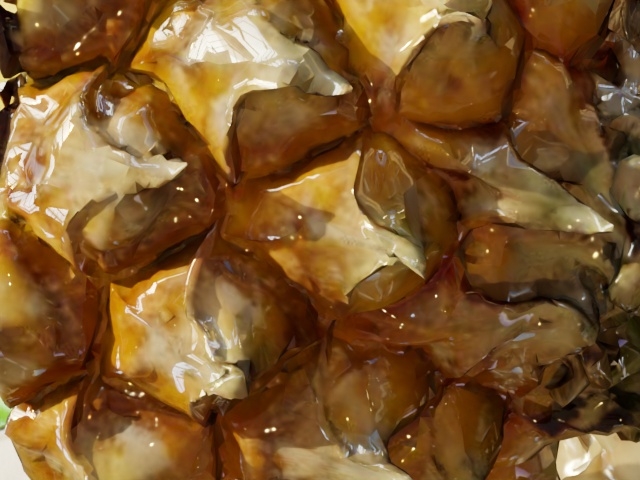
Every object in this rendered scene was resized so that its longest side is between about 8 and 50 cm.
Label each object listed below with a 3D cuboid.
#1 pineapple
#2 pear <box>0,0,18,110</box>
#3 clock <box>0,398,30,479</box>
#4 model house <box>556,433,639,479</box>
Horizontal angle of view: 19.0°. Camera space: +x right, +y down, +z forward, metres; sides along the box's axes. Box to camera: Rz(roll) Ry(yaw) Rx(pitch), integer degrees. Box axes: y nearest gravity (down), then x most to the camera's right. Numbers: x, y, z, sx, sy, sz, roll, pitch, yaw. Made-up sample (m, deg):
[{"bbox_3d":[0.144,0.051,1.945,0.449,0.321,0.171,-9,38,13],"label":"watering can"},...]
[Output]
[{"bbox_3d":[0.098,0.008,0.428,0.271,0.262,0.262,16,121,26],"label":"pineapple"},{"bbox_3d":[-0.085,-0.130,1.078,0.314,0.314,0.314,1,117,3],"label":"pear"},{"bbox_3d":[-0.043,0.186,0.655,0.235,0.166,0.309,-22,90,43],"label":"clock"},{"bbox_3d":[0.234,-0.076,0.908,0.445,0.395,0.400,-30,86,15],"label":"model house"}]
